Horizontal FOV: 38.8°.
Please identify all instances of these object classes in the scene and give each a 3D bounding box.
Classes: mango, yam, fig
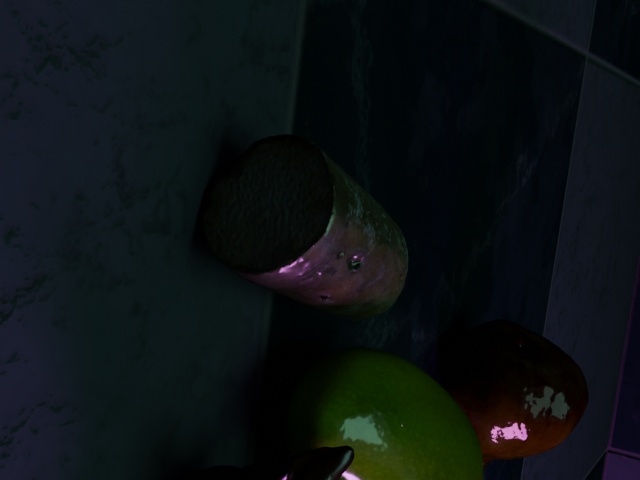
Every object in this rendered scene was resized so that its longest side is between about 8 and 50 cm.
[{"bbox_3d":[0.056,0.206,0.837,0.343,0.156,0.192,51,43,-53],"label":"mango"},{"bbox_3d":[0.000,0.000,0.706,0.194,0.107,0.107,34,70,-61],"label":"yam"},{"bbox_3d":[0.211,0.226,1.198,0.290,0.190,0.190,-47,178,42],"label":"fig"}]

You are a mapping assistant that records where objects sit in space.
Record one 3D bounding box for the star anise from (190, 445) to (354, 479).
[{"bbox_3d":[-0.082,0.233,0.663,0.272,0.102,0.272,-30,143,-25],"label":"star anise"}]
